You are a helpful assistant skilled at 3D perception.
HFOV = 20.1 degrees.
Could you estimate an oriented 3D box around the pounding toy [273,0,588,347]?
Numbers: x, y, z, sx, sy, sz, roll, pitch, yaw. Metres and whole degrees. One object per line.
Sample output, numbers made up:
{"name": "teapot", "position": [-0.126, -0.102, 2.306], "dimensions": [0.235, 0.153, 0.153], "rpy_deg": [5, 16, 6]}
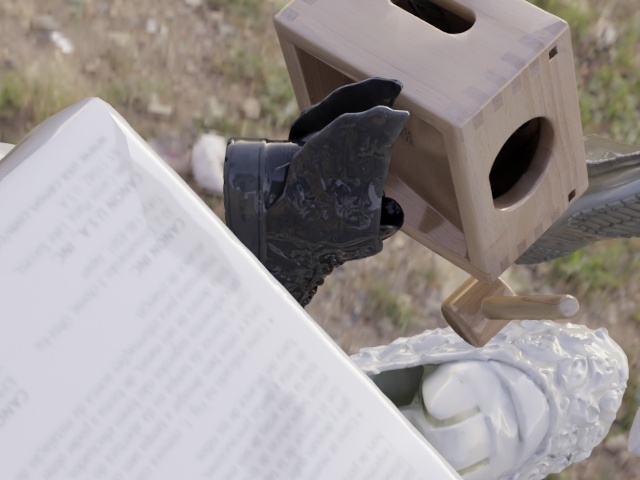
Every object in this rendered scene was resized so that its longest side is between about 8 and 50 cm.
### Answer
{"name": "pounding toy", "position": [0.089, -0.036, 0.939], "dimensions": [0.181, 0.206, 0.094], "rpy_deg": [34, 66, 33]}

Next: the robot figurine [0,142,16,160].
{"name": "robot figurine", "position": [-0.233, 0.033, 1.176], "dimensions": [0.200, 0.353, 0.300], "rpy_deg": [-25, 92, 0]}

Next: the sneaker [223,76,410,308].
{"name": "sneaker", "position": [0.000, -0.002, 0.879], "dimensions": [0.089, 0.170, 0.051], "rpy_deg": [-2, 38, 2]}

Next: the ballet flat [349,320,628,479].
{"name": "ballet flat", "position": [0.043, 0.151, 1.362], "dimensions": [0.409, 0.147, 0.147], "rpy_deg": [-7, 60, -3]}

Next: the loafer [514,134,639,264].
{"name": "loafer", "position": [0.211, -0.047, 1.402], "dimensions": [0.094, 0.251, 0.087], "rpy_deg": [15, 69, -39]}

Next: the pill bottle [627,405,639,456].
{"name": "pill bottle", "position": [0.377, 0.202, 1.766], "dimensions": [0.137, 0.078, 0.078], "rpy_deg": [21, 58, 0]}

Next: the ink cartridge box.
{"name": "ink cartridge box", "position": [-0.048, 0.187, 0.589], "dimensions": [0.385, 0.091, 0.308], "rpy_deg": [48, 49, -10]}
